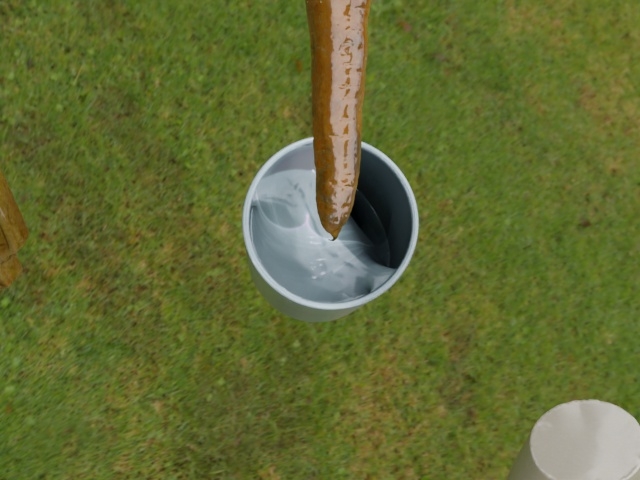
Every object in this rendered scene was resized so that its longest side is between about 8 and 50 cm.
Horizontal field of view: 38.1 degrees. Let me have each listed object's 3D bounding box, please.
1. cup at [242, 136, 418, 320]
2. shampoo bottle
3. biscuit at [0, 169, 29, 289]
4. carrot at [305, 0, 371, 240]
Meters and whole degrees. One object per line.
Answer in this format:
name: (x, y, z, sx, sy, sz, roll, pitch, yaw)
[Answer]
cup: (0.000, 0.000, 1.213, 0.205, 0.312, 0.205, 1, 81, -5)
shampoo bottle: (0.205, 0.211, 0.749, 0.127, 0.257, 0.078, -12, 57, 4)
biscuit: (-0.330, -0.015, 0.769, 0.182, 0.215, 0.034, 29, 50, 1)
carrot: (0.013, -0.109, 0.705, 0.057, 0.057, 0.224, -3, 98, -27)
